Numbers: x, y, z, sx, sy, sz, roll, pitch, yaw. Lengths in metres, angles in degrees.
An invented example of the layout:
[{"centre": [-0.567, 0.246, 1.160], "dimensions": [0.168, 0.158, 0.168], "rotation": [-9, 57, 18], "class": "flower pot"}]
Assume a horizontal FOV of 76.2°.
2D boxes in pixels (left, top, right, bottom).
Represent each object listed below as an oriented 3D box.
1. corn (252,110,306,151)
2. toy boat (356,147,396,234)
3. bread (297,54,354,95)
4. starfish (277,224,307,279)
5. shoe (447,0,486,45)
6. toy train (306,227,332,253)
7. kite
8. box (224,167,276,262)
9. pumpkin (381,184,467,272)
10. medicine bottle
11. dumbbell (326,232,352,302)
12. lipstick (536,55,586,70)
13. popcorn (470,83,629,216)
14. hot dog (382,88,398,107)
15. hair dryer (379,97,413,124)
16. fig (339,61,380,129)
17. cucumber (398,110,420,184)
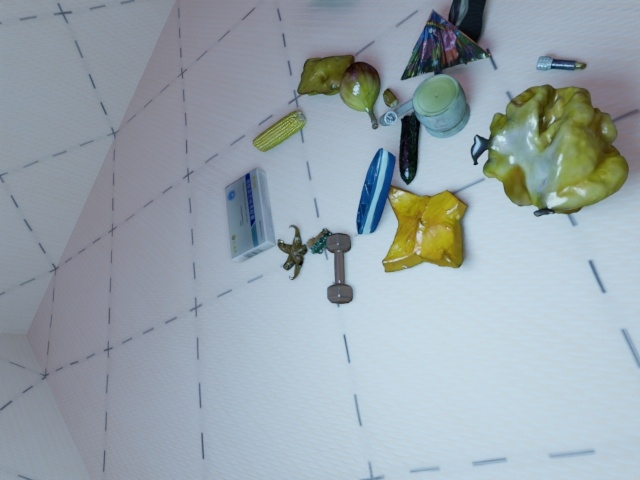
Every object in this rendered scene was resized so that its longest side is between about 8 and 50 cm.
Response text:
[{"centre": [-0.169, -0.444, 1.673], "dimensions": [0.248, 0.081, 0.081], "rotation": [-27, 62, 27], "class": "corn"}, {"centre": [0.167, -0.146, 1.240], "dimensions": [0.096, 0.062, 0.299], "rotation": [-92, 10, -48], "class": "toy boat"}, {"centre": [0.028, -0.632, 1.581], "dimensions": [0.233, 0.088, 0.160], "rotation": [10, 87, 36], "class": "bread"}, {"centre": [-0.093, 0.048, 1.464], "dimensions": [0.146, 0.074, 0.190], "rotation": [-37, 55, 36], "class": "starfish"}, {"centre": [0.449, -0.699, 1.284], "dimensions": [0.112, 0.099, 0.227], "rotation": [-134, 51, -68], "class": "shoe"}, {"centre": [0.000, 0.000, 1.438], "dimensions": [0.103, 0.044, 0.064], "rotation": [-46, 44, 17], "class": "toy train"}, {"centre": [0.375, -0.603, 1.283], "dimensions": [0.321, 0.016, 0.234], "rotation": [5, 111, 46], "class": "kite"}, {"centre": [-0.293, -0.104, 1.673], "dimensions": [0.200, 0.065, 0.343], "rotation": [-26, 62, 29], "class": "box"}, {"centre": [0.295, -0.049, 1.194], "dimensions": [0.258, 0.095, 0.290], "rotation": [-8, 68, 41], "class": "pumpkin"}, {"centre": [0.361, -0.398, 1.218], "dimensions": [0.147, 0.143, 0.147], "rotation": [-9, 73, 30], "class": "medicine bottle"}, {"centre": [0.061, 0.089, 1.336], "dimensions": [0.092, 0.082, 0.231], "rotation": [-12, 69, 33], "class": "dumbbell"}, {"centre": [0.647, -0.472, 1.096], "dimensions": [0.116, 0.037, 0.037], "rotation": [24, 91, 35], "class": "lipstick"}, {"centre": [0.542, -0.208, 0.979], "dimensions": [0.316, 0.281, 0.297], "rotation": [63, 158, 2], "class": "popcorn"}, {"centre": [0.235, -0.479, 1.385], "dimensions": [0.044, 0.028, 0.137], "rotation": [-46, 29, 22], "class": "hot dog"}, {"centre": [0.278, -0.432, 1.317], "dimensions": [0.183, 0.155, 0.044], "rotation": [-32, 102, 10], "class": "hair dryer"}, {"centre": [0.134, -0.497, 1.421], "dimensions": [0.143, 0.160, 0.230], "rotation": [6, 80, -7], "class": "fig"}, {"centre": [0.281, -0.297, 1.298], "dimensions": [0.067, 0.067, 0.245], "rotation": [-3, 73, 36], "class": "cucumber"}]
